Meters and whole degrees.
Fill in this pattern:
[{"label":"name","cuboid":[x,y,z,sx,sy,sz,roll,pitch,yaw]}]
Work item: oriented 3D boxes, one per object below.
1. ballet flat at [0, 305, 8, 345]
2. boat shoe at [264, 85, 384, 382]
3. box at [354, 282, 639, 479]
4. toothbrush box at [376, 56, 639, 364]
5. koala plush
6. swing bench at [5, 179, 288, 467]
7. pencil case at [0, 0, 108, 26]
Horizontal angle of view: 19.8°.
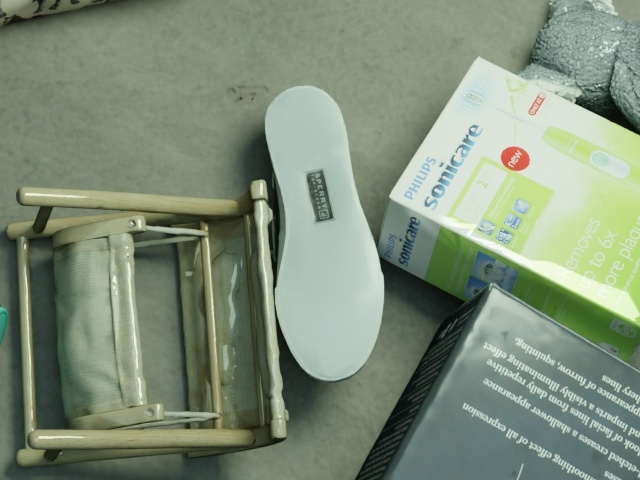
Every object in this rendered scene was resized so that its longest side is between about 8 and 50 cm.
[{"label":"ballet flat","cuboid":[-0.422,0.197,1.776,0.124,0.116,0.342,18,80,14]},{"label":"boat shoe","cuboid":[-0.004,0.000,1.872,0.113,0.105,0.306,-13,75,-3]},{"label":"box","cuboid":[0.176,0.294,1.781,0.293,0.212,0.395,31,74,-1]},{"label":"toothbrush box","cuboid":[0.230,-0.024,1.852,0.283,0.122,0.206,28,60,11]},{"label":"koala plush","cuboid":[0.322,-0.184,1.931,0.221,0.203,0.196,20,60,20]},{"label":"swing bench","cuboid":[-0.172,0.084,1.802,0.254,0.165,0.253,-1,78,-14]},{"label":"pencil case","cuboid":[-0.310,-0.300,1.850,0.410,0.183,0.160,-16,81,-12]}]
